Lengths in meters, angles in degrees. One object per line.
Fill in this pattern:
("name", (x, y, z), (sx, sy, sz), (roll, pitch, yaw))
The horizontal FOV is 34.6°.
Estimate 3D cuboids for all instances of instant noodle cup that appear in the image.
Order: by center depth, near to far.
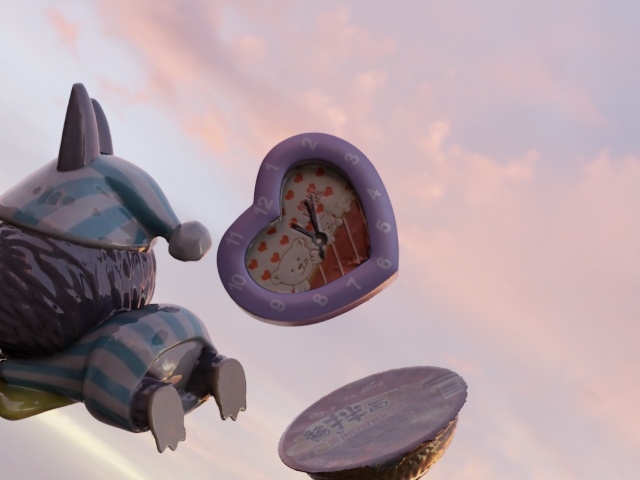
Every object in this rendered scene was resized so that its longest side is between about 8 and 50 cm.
("instant noodle cup", (0.084, 0.273, 1.396), (0.274, 0.274, 0.090), (2, -62, 56))

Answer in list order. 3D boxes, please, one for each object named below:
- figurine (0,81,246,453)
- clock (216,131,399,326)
("figurine", (-0.273, 0.012, 1.195), (0.362, 0.266, 0.377), (11, -67, 37))
("clock", (0.000, 0.000, 1.027), (0.172, 0.198, 0.064), (24, -10, 8))
